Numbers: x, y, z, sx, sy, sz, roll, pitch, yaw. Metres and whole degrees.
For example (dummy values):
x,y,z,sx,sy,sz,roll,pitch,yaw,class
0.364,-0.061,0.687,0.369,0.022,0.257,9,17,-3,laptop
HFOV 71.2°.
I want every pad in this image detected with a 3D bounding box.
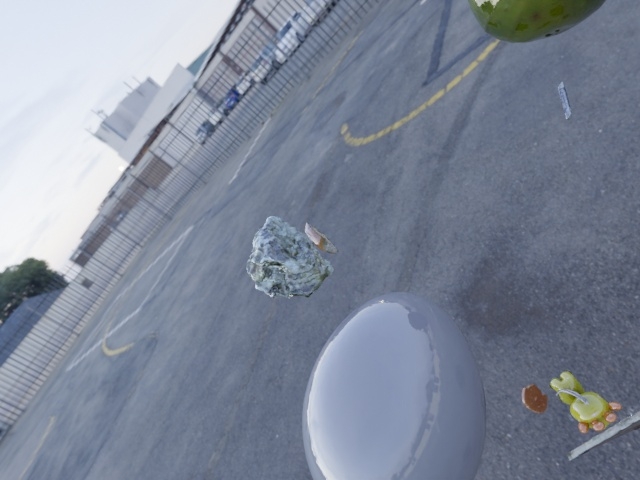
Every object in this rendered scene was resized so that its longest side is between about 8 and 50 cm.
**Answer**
x,y,z,sx,sy,sz,roll,pitch,yaw,class
0.690,0.367,0.940,0.018,0.287,0.283,62,142,37,pad

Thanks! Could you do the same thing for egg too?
x,y,z,sx,sy,sz,roll,pitch,yaw,class
0.073,0.158,0.451,0.176,0.176,0.231,-30,37,43,egg

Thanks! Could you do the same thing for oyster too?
x,y,z,sx,sy,sz,roll,pitch,yaw,class
-0.058,0.027,0.708,0.125,0.064,0.177,-29,45,-35,oyster

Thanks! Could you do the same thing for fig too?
x,y,z,sx,sy,sz,roll,pitch,yaw,class
0.293,-0.376,0.582,0.203,0.203,0.225,-45,-11,15,fig

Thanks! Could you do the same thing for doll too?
x,y,z,sx,sy,sz,roll,pitch,yaw,class
0.845,0.520,1.423,0.143,0.135,0.221,-35,11,6,doll

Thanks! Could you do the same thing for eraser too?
x,y,z,sx,sy,sz,roll,pitch,yaw,class
0.633,-0.360,1.157,0.019,0.099,0.027,-17,-7,36,eraser

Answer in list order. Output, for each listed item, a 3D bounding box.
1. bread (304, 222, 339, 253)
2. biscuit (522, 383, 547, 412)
x,y,z,sx,sy,sz,roll,pitch,yaw,class
0.000,0.000,1.462,0.044,0.126,0.129,-53,26,2,bread
0.885,0.656,1.850,0.102,0.131,0.019,-58,10,-24,biscuit
